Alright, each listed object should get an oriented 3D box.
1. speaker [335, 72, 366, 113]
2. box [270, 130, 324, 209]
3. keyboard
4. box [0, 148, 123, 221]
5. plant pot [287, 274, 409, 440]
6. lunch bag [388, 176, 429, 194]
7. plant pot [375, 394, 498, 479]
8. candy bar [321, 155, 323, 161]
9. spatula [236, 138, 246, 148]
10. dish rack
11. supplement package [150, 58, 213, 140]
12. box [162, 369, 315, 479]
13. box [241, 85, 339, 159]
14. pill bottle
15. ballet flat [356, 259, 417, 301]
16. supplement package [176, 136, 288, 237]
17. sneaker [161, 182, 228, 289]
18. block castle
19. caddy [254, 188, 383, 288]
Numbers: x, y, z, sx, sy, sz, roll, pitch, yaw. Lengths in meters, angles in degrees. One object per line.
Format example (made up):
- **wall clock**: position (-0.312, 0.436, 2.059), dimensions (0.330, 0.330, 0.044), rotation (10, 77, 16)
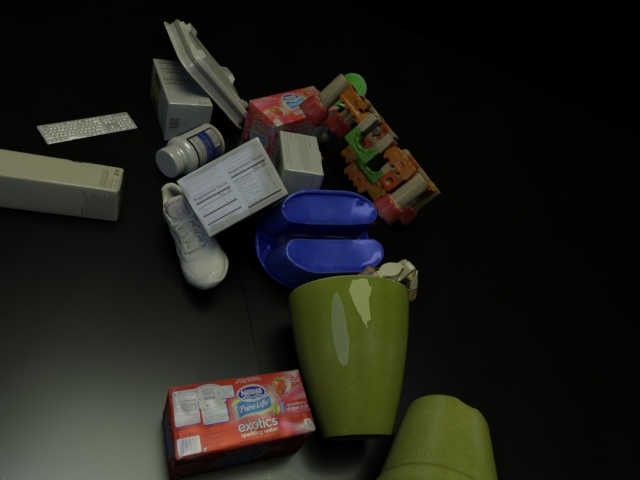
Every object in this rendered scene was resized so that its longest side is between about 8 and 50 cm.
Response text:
- **speaker**: position (0.099, -0.550, 1.845), dimensions (0.131, 0.131, 0.297), rotation (24, 44, -2)
- **box**: position (-0.078, -0.192, 1.385), dimensions (0.119, 0.182, 0.181), rotation (6, 47, -17)
- **keyboard**: position (-0.669, -0.327, 1.361), dimensions (0.256, 0.014, 0.072), rotation (-25, 63, -39)
- **box**: position (-0.624, -0.129, 1.125), dimensions (0.275, 0.113, 0.094), rotation (9, 46, -19)
- **plant pot**: position (0.068, 0.262, 0.999), dimensions (0.274, 0.275, 0.294), rotation (7, 62, -19)
- **lunch bag**: position (0.293, -0.212, 1.636), dimensions (0.129, 0.096, 0.151), rotation (39, 55, 14)
- **plant pot**: position (0.228, 0.447, 0.892), dimensions (0.276, 0.276, 0.254), rotation (29, 33, 3)
- **candy bar**: position (-0.019, -0.241, 1.576), dimensions (0.040, 0.018, 0.161), rotation (20, 45, -7)
- **spatula**: position (-0.251, -0.229, 1.449), dimensions (0.084, 0.030, 0.296), rotation (13, 45, -15)
- **dish rack**: position (-0.351, -0.543, 1.519), dimensions (0.333, 0.072, 0.286), rotation (43, 17, -56)
- **supplement package**: position (-0.444, -0.443, 1.483), dimensions (0.133, 0.139, 0.244), rotation (-5, 51, -30)
- **box**: position (-0.156, 0.342, 0.886), dimensions (0.256, 0.123, 0.128), rotation (-1, 50, -26)
- **box**: position (-0.100, -0.399, 1.592), dimensions (0.300, 0.154, 0.142), rotation (-29, 65, -39)
- **pill bottle**: position (-0.377, -0.257, 1.358), dimensions (0.112, 0.112, 0.186), rotation (36, 45, 10)
- **ballet flat**: position (0.191, 0.103, 1.209), dimensions (0.107, 0.106, 0.316), rotation (44, 23, 24)
- **supplement package**: position (-0.199, -0.125, 1.144), dimensions (0.204, 0.262, 0.145), rotation (-29, 95, -1)
- **sneaker**: position (-0.318, -0.013, 1.120), dimensions (0.114, 0.152, 0.305), rotation (-30, 54, -3)
- **block castle**: position (0.143, -0.253, 1.445), dimensions (0.453, 0.213, 0.303), rotation (55, 18, 12)
- **caddy**: position (0.000, 0.000, 1.248), dimensions (0.341, 0.179, 0.241), rotation (1, 71, -25)
